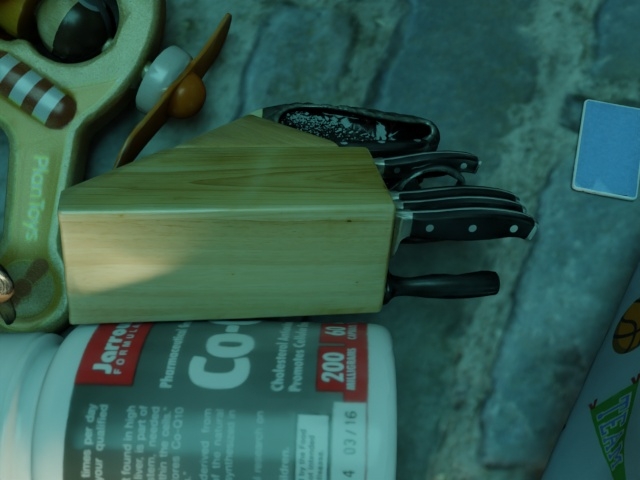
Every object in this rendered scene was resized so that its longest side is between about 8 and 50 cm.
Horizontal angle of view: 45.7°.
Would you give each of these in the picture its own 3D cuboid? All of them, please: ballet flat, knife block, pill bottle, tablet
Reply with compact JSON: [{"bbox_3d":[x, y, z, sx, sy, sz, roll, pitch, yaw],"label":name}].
[{"bbox_3d":[0.013,-0.093,0.632,0.173,0.049,0.058,2,75,2],"label":"ballet flat"},{"bbox_3d":[0.000,0.000,0.523,0.242,0.088,0.275,22,34,28],"label":"knife block"},{"bbox_3d":[-0.093,0.134,0.521,0.283,0.161,0.161,1,76,2],"label":"pill bottle"},{"bbox_3d":[0.245,-0.077,0.643,0.054,0.006,0.083,12,76,5],"label":"tablet"}]

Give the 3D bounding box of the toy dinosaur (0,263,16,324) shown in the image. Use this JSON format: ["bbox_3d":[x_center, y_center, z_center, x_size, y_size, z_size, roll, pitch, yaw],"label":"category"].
[{"bbox_3d":[-0.333,-0.014,0.568,0.200,0.295,0.127,41,89,-29],"label":"toy dinosaur"}]

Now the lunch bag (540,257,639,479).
[{"bbox_3d":[0.390,0.134,0.467,0.385,0.239,0.328,34,73,-2],"label":"lunch bag"}]

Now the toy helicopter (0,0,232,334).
[{"bbox_3d":[-0.201,-0.095,0.621,0.234,0.140,0.355,6,87,-6],"label":"toy helicopter"}]
